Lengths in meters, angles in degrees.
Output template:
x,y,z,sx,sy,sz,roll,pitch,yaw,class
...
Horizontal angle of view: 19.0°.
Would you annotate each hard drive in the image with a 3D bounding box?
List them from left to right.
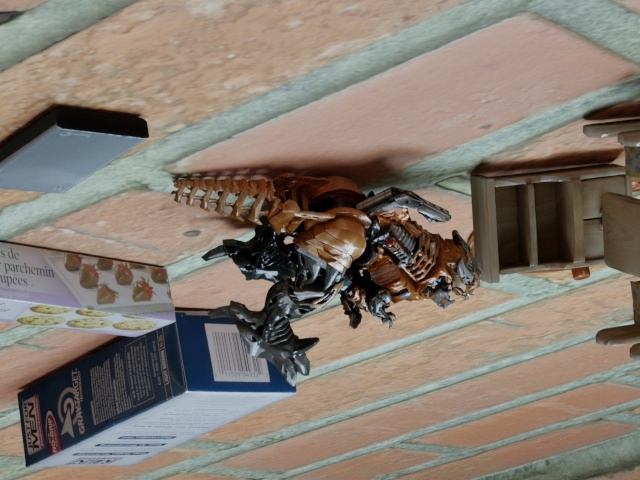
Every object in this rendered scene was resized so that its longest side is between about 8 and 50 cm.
x,y,z,sx,sy,sz,roll,pitch,yaw,class
-0.223,-0.076,1.633,0.094,0.022,0.135,5,157,-41,hard drive

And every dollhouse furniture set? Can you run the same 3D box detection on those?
x,y,z,sx,sy,sz,roll,pitch,yaw,class
0.265,-0.007,1.845,0.161,0.212,0.242,-7,-170,-16,dollhouse furniture set

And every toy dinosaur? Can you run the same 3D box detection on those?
x,y,z,sx,sy,sz,roll,pitch,yaw,class
0.000,0.000,1.871,0.322,0.164,0.218,37,127,-14,toy dinosaur

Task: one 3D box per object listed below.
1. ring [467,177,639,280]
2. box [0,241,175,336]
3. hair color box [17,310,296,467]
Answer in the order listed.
x,y,z,sx,sy,sz,roll,pitch,yaw,class
0.333,-0.013,2.158,0.337,0.032,0.336,-10,163,-3,ring
-0.281,0.048,1.929,0.067,0.063,0.324,-24,159,34,box
-0.208,0.188,2.350,0.174,0.105,0.347,6,156,-42,hair color box
